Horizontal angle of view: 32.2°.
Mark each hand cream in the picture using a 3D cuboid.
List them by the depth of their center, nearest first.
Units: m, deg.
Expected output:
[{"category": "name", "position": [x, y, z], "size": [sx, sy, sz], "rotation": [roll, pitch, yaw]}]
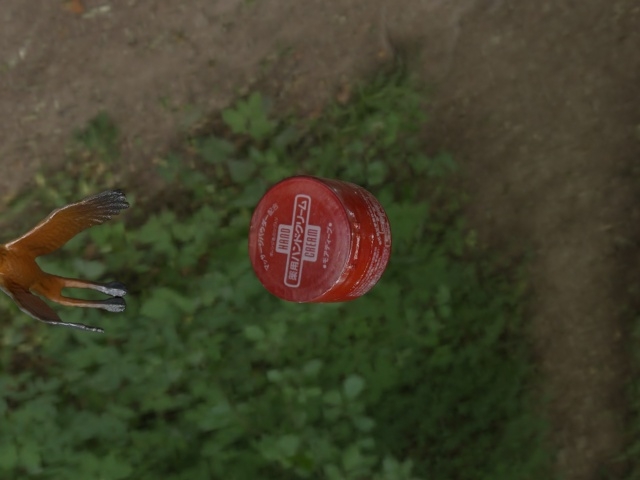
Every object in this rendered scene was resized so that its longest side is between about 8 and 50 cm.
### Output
[{"category": "hand cream", "position": [0.000, 0.000, 1.647], "size": [0.193, 0.193, 0.125], "rotation": [-23, 163, 31]}]

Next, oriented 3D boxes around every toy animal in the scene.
[{"category": "toy animal", "position": [-0.452, 0.042, 1.750], "size": [0.302, 0.225, 0.284], "rotation": [7, 165, -10]}]
